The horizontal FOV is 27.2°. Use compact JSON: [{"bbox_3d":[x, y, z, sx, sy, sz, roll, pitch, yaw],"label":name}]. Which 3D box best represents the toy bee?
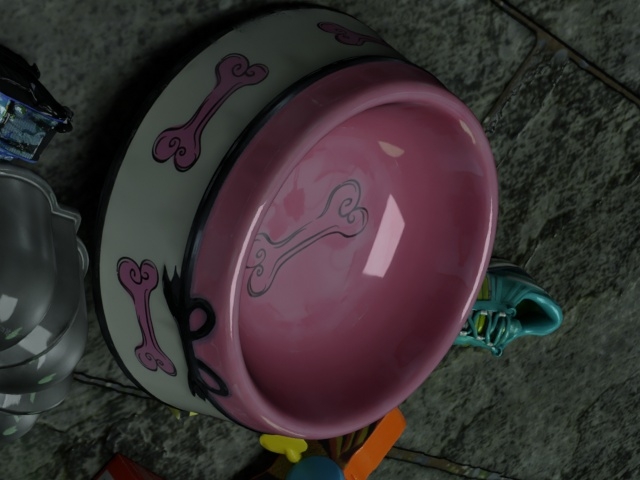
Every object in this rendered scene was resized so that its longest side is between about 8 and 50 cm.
[{"bbox_3d":[-0.036,0.284,1.500,0.298,0.162,0.195,-44,136,-40],"label":"toy bee"}]

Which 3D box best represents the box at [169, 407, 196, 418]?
[{"bbox_3d":[-0.056,0.118,1.397,0.232,0.058,0.087,-10,127,-32],"label":"box"}]

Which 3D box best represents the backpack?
[{"bbox_3d":[-0.268,-0.109,1.013,0.084,0.105,0.114,-51,138,8],"label":"backpack"}]

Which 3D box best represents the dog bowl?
[{"bbox_3d":[0.000,0.000,1.213,0.408,0.150,0.408,-23,125,-37],"label":"dog bowl"}]

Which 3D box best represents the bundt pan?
[{"bbox_3d":[-0.329,0.082,1.034,0.331,0.124,0.331,-17,144,-12],"label":"bundt pan"}]

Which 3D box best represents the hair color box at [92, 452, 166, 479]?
[{"bbox_3d":[-0.193,0.306,1.441,0.093,0.053,0.167,-46,137,-1],"label":"hair color box"}]

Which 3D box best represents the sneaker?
[{"bbox_3d":[0.170,0.078,1.488,0.275,0.110,0.107,-8,125,-43],"label":"sneaker"}]
